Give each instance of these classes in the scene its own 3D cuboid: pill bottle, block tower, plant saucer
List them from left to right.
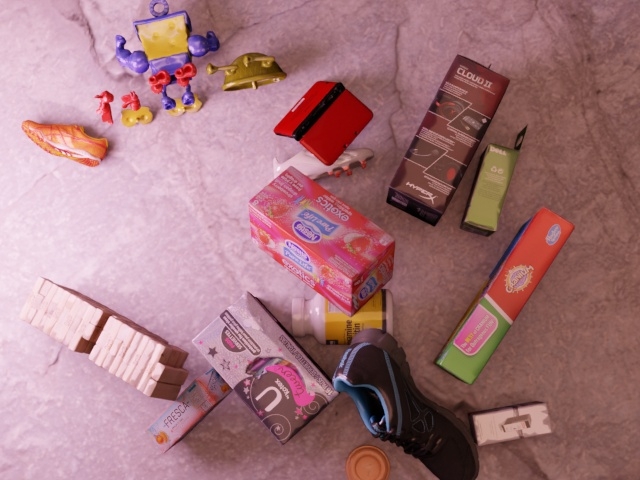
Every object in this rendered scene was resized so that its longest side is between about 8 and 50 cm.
[{"bbox_3d":[-0.391,0.177,1.746,0.335,0.097,0.091,25,86,25],"label":"block tower"},{"bbox_3d":[0.042,0.141,1.768,0.184,0.103,0.103,-1,84,4],"label":"pill bottle"},{"bbox_3d":[0.088,0.423,1.781,0.083,0.013,0.084,0,85,4],"label":"plant saucer"}]

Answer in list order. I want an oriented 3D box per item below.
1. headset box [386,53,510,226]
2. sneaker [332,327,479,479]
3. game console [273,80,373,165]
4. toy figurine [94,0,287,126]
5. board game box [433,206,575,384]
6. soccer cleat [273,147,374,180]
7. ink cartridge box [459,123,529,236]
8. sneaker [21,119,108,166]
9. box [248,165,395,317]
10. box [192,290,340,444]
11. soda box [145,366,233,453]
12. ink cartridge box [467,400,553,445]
[{"bbox_3d":[0.232,-0.187,1.733,0.110,0.218,0.293,27,86,5],"label":"headset box"},{"bbox_3d":[0.144,0.324,1.693,0.341,0.140,0.125,50,133,-6],"label":"sneaker"},{"bbox_3d":[0.004,-0.224,1.820,0.144,0.124,0.085,-49,123,-15],"label":"game console"},{"bbox_3d":[-0.265,-0.373,1.806,0.362,0.191,0.217,-14,78,1],"label":"toy figurine"},{"bbox_3d":[0.316,0.103,1.687,0.064,0.242,0.316,33,86,7],"label":"board game box"},{"bbox_3d":[0.003,-0.152,1.822,0.196,0.068,0.076,-17,80,4],"label":"soccer cleat"},{"bbox_3d":[0.320,-0.117,1.775,0.062,0.109,0.209,17,85,4],"label":"ink cartridge box"},{"bbox_3d":[-0.497,-0.198,1.867,0.175,0.064,0.067,21,66,0],"label":"sneaker"},{"bbox_3d":[0.000,0.000,1.725,0.257,0.128,0.122,37,62,23],"label":"box"},{"bbox_3d":[-0.096,0.231,1.736,0.142,0.163,0.247,-43,83,-3],"label":"box"},{"bbox_3d":[-0.241,0.310,1.746,0.058,0.063,0.183,49,121,7],"label":"soda box"},{"bbox_3d":[0.341,0.329,1.732,0.135,0.099,0.056,-10,82,1],"label":"ink cartridge box"}]
